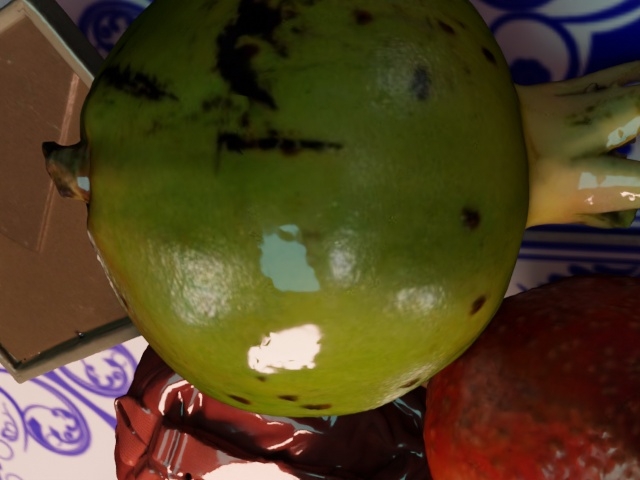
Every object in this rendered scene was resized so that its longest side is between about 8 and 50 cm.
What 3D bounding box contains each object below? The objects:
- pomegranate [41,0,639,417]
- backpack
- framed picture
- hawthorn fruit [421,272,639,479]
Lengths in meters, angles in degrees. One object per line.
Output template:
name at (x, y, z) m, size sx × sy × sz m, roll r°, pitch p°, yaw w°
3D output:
pomegranate at (0.028, -0.041, 0.949) m, size 0.341 × 0.260 × 0.260 m, roll -10°, pitch 123°, yaw 1°
backpack at (-0.034, 0.139, 1.166) m, size 0.229 × 0.139 × 0.229 m, roll 7°, pitch 133°, yaw 7°
framed picture at (-0.197, -0.023, 1.180) m, size 0.240 × 0.020 × 0.324 m, roll 50°, pitch 140°, yaw -14°
hawthorn fruit at (0.152, 0.110, 1.028) m, size 0.253 × 0.205 × 0.205 m, roll 13°, pitch 130°, yaw 32°
